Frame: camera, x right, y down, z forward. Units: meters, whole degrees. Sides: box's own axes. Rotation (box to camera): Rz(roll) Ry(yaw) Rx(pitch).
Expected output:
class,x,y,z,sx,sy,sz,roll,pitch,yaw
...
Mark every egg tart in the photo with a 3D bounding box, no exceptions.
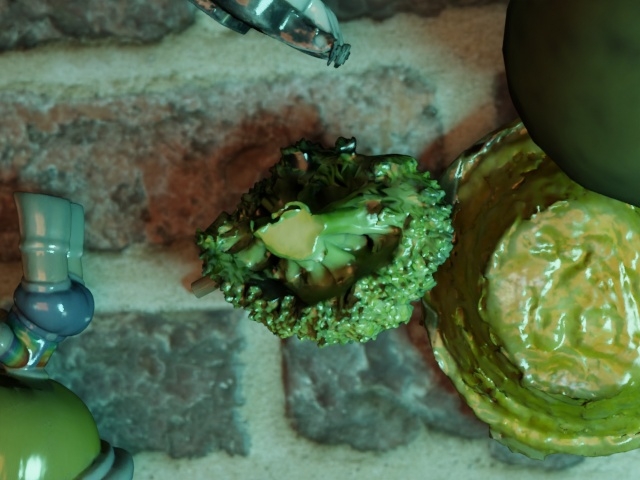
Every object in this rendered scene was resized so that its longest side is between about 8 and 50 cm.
class,x,y,z,sx,sy,sz,roll,pitch,yaw
egg tart,0.240,0.045,1.388,0.341,0.132,0.341,2,99,10

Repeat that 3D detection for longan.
class,x,y,z,sx,sy,sz,roll,pitch,yaw
longan,0.331,-0.212,1.221,0.404,0.336,0.405,-14,71,44

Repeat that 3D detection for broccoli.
class,x,y,z,sx,sy,sz,roll,pitch,yaw
broccoli,0.000,0.000,1.395,0.226,0.176,0.198,15,81,-6

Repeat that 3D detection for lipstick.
class,x,y,z,sx,sy,sz,roll,pitch,yaw
lipstick,-0.086,0.030,1.497,0.094,0.019,0.019,-28,95,13

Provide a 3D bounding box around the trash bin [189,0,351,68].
class,x,y,z,sx,sy,sz,roll,pitch,yaw
trash bin,-0.012,-0.363,1.310,0.296,0.256,0.368,37,96,3

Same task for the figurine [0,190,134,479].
class,x,y,z,sx,sy,sz,roll,pitch,yaw
figurine,-0.277,0.147,1.447,0.205,0.224,0.382,7,101,5
